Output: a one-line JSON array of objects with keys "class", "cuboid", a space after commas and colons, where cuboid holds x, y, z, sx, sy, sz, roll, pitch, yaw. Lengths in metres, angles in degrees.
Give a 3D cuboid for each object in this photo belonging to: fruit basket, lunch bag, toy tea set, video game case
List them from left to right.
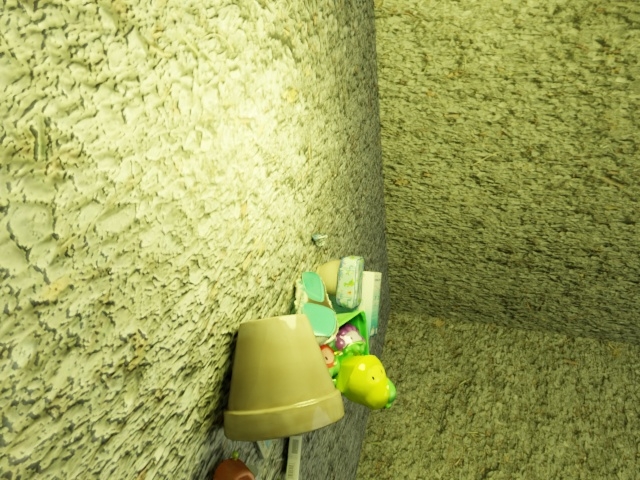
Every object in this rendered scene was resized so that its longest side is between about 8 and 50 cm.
[{"class": "toy tea set", "cuboid": [-0.251, 0.730, 1.034, 0.200, 0.124, 0.336, 51, 56, -16]}, {"class": "video game case", "cuboid": [-0.173, 0.587, 1.365, 0.212, 0.023, 0.193, -63, 152, -49]}, {"class": "fruit basket", "cuboid": [0.096, 0.442, 1.462, 0.392, 0.392, 0.282, -37, 122, -67]}, {"class": "lunch bag", "cuboid": [0.130, 0.175, 1.722, 0.176, 0.090, 0.218, -11, 105, -70]}]

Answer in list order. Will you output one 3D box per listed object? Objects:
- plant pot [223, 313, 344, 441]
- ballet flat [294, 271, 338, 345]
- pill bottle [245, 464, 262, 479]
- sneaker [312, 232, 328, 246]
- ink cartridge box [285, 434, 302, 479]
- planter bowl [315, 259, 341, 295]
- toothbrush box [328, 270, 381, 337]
[{"class": "plant pot", "cuboid": [-0.112, 0.354, 1.109, 0.323, 0.323, 0.280, 32, 47, -70]}, {"class": "ballet flat", "cuboid": [-0.026, 0.257, 1.404, 0.409, 0.147, 0.146, -99, -175, -65]}, {"class": "pill bottle", "cuboid": [-0.212, 0.745, 1.187, 0.086, 0.086, 0.151, -31, 125, -68]}, {"class": "sneaker", "cuboid": [0.000, 0.000, 1.695, 0.135, 0.052, 0.058, -6, 105, -71]}, {"class": "ink cartridge box", "cuboid": [-0.100, 0.830, 1.650, 0.225, 0.056, 0.180, -164, -101, -89]}, {"class": "planter bowl", "cuboid": [0.041, 0.161, 1.768, 0.162, 0.109, 0.161, 4, 90, -72]}, {"class": "toothbrush box", "cuboid": [0.153, 0.284, 1.875, 0.126, 0.217, 0.295, 9, 84, -65]}]
